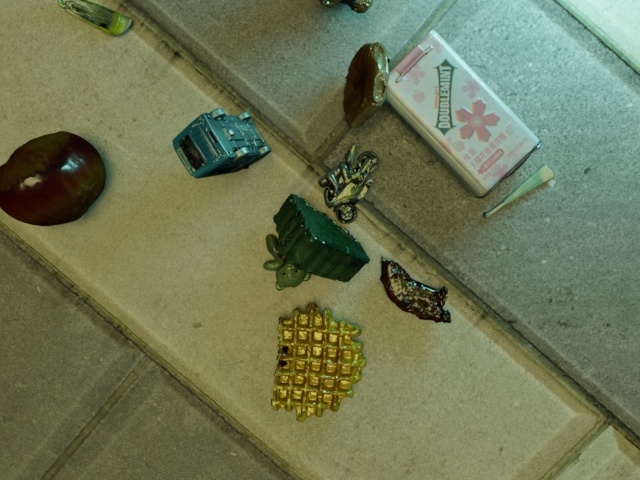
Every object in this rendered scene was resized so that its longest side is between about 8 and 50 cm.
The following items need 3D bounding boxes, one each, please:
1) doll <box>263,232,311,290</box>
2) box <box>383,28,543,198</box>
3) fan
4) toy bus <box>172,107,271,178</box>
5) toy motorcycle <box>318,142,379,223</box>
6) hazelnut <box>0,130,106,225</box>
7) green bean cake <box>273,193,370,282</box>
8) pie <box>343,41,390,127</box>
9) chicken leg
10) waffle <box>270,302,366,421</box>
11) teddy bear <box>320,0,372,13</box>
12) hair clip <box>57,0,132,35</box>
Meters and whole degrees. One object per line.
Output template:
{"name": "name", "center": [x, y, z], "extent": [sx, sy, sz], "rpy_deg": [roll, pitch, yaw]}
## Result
{"name": "doll", "center": [-0.091, 0.047, 1.171], "extent": [0.115, 0.077, 0.150], "rpy_deg": [-22, 83, -5]}
{"name": "box", "center": [0.318, -0.285, 1.090], "extent": [0.190, 0.112, 0.369], "rpy_deg": [-43, 94, 7]}
{"name": "fan", "center": [0.481, -0.116, 1.140], "extent": [0.193, 0.016, 0.038], "rpy_deg": [-36, 90, 6]}
{"name": "toy bus", "center": [-0.218, -0.216, 1.065], "extent": [0.134, 0.246, 0.113], "rpy_deg": [-30, 94, 18]}
{"name": "toy motorcycle", "center": [0.060, -0.142, 1.142], "extent": [0.124, 0.061, 0.193], "rpy_deg": [21, 105, -5]}
{"name": "hazelnut", "center": [-0.645, -0.142, 1.128], "extent": [0.217, 0.217, 0.251], "rpy_deg": [43, 73, -1]}
{"name": "green bean cake", "center": [0.000, 0.000, 1.132], "extent": [0.208, 0.193, 0.107], "rpy_deg": [20, 118, -34]}
{"name": "pie", "center": [0.100, -0.355, 1.059], "extent": [0.046, 0.195, 0.195], "rpy_deg": [6, 97, -20]}
{"name": "chicken leg", "center": [0.232, 0.132, 1.158], "extent": [0.234, 0.063, 0.105], "rpy_deg": [28, 92, 2]}
{"name": "waffle", "center": [-0.025, 0.309, 1.196], "extent": [0.309, 0.065, 0.283], "rpy_deg": [-41, 94, 4]}
{"name": "teddy bear", "center": [0.066, -0.603, 1.059], "extent": [0.251, 0.129, 0.181], "rpy_deg": [-40, 95, -32]}
{"name": "hair clip", "center": [-0.560, -0.559, 1.155], "extent": [0.189, 0.033, 0.060], "rpy_deg": [24, 99, -1]}
